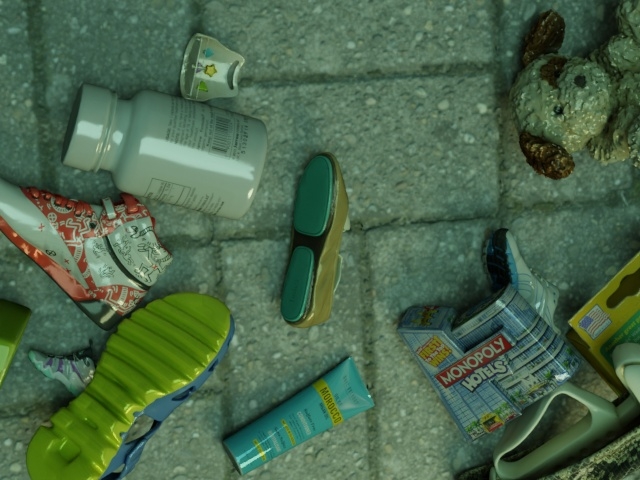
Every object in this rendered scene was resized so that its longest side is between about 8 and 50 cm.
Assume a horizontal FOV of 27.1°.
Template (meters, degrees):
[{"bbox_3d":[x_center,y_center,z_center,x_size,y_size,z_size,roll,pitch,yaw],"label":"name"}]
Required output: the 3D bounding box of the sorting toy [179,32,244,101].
[{"bbox_3d":[-0.134,-0.212,1.662,0.075,0.045,0.083,10,96,-23],"label":"sorting toy"}]

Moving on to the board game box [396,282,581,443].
[{"bbox_3d":[0.207,0.149,1.759,0.194,0.060,0.194,45,128,-8],"label":"board game box"}]

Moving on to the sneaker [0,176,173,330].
[{"bbox_3d":[-0.302,-0.028,1.623,0.145,0.090,0.270,-44,110,-5],"label":"sneaker"}]

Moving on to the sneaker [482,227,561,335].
[{"bbox_3d":[0.281,0.063,1.808,0.083,0.071,0.190,-25,113,-16],"label":"sneaker"}]

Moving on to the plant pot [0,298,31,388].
[{"bbox_3d":[-0.480,0.162,1.543,0.207,0.227,0.228,22,94,-10],"label":"plant pot"}]

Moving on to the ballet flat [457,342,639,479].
[{"bbox_3d":[0.384,0.247,1.754,0.483,0.164,0.182,-36,98,19],"label":"ballet flat"}]

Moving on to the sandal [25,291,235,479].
[{"bbox_3d":[-0.231,0.195,1.668,0.317,0.138,0.126,-45,69,-8],"label":"sandal"}]

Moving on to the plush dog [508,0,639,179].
[{"bbox_3d":[0.361,-0.184,1.747,0.226,0.210,0.262,2,70,-1],"label":"plush dog"}]

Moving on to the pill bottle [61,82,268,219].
[{"bbox_3d":[-0.191,-0.113,1.615,0.229,0.131,0.131,14,95,-17],"label":"pill bottle"}]

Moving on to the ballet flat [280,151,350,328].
[{"bbox_3d":[0.000,0.000,1.725,0.073,0.080,0.232,5,102,-44],"label":"ballet flat"}]

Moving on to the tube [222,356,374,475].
[{"bbox_3d":[-0.029,0.238,1.763,0.207,0.052,0.080,-30,115,-15],"label":"tube"}]

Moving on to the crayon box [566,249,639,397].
[{"bbox_3d":[0.495,0.148,1.864,0.203,0.083,0.323,-43,107,-4],"label":"crayon box"}]

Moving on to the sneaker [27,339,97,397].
[{"bbox_3d":[-0.316,0.150,1.677,0.098,0.038,0.069,40,86,-27],"label":"sneaker"}]
